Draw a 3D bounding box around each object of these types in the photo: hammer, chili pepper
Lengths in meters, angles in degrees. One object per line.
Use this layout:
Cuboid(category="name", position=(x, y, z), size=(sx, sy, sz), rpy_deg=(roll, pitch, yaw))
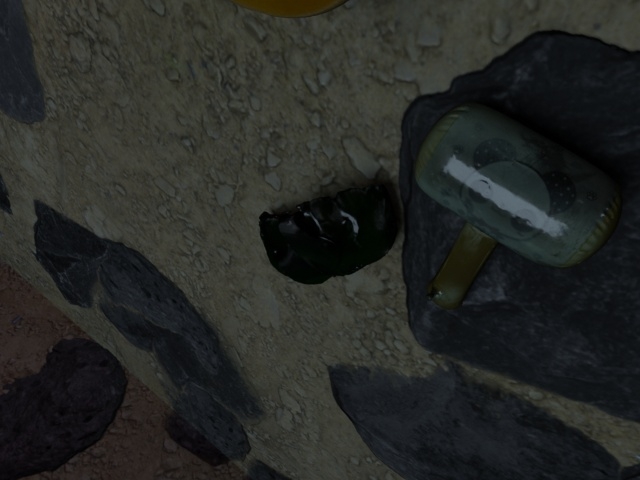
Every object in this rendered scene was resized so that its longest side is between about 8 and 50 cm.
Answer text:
Cuboid(category="hammer", position=(0.181, -0.001, 0.586), size=(0.201, 0.113, 0.306), rpy_deg=(37, 149, 16))
Cuboid(category="chili pepper", position=(-0.002, 0.004, 0.726), size=(0.264, 0.116, 0.148), rpy_deg=(-20, 111, 49))

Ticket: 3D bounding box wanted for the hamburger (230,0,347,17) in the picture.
Cuboid(category="hamburger", position=(-0.038, -0.329, 0.394), size=(0.300, 0.176, 0.300), rpy_deg=(25, 163, 8))
